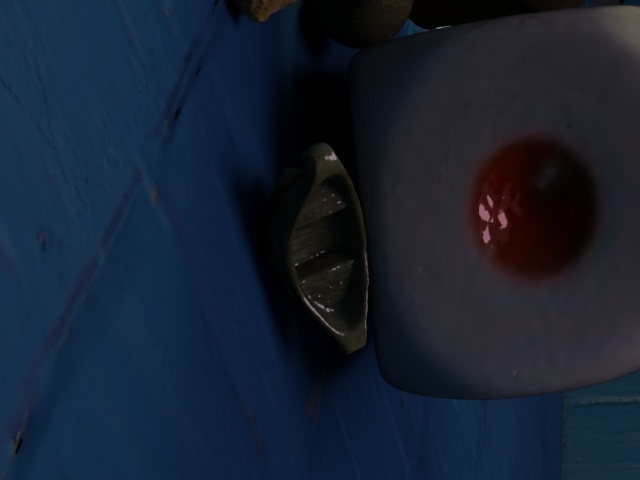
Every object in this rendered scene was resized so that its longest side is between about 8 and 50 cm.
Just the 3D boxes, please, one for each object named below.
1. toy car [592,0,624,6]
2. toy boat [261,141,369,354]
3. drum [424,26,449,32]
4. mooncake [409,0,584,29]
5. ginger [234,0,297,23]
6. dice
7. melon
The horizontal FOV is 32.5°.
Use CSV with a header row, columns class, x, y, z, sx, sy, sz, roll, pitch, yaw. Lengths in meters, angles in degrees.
class,x,y,z,sx,sy,sz,roll,pitch,yaw
toy car,0.302,-0.386,1.094,0.193,0.118,0.301,43,56,-42
toy boat,0.000,0.000,0.844,0.071,0.089,0.185,38,-34,49
drum,0.187,-0.264,1.581,0.253,0.049,0.130,-54,136,-65
mooncake,0.156,-0.431,1.186,0.393,0.246,0.394,-30,115,-61
ginger,-0.025,-0.233,0.865,0.165,0.067,0.096,-56,146,-60
dice,0.169,-0.039,0.996,0.304,0.277,0.304,-69,151,-83
melon,0.038,-0.226,1.015,0.131,0.098,0.098,-26,111,-71
